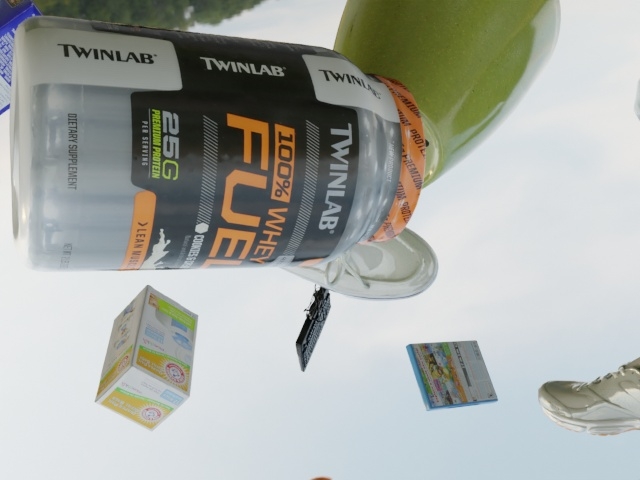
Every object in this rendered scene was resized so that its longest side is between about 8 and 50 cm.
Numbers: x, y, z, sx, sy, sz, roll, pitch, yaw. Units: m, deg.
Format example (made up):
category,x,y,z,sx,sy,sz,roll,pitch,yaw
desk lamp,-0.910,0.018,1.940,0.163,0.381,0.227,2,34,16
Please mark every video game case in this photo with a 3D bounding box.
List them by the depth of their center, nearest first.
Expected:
category,x,y,z,sx,sy,sz,roll,pitch,yaw
video game case,0.234,0.236,1.303,0.166,0.119,0.015,3,150,-35

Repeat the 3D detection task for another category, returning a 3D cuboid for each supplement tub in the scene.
category,x,y,z,sx,sy,sz,roll,pitch,yaw
supplement tub,-0.085,-0.072,0.612,0.316,0.193,0.193,-1,-164,-24

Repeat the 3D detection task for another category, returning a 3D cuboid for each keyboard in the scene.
category,x,y,z,sx,sy,sz,roll,pitch,yaw
keyboard,-0.003,0.158,1.424,0.038,0.100,0.192,0,-145,18

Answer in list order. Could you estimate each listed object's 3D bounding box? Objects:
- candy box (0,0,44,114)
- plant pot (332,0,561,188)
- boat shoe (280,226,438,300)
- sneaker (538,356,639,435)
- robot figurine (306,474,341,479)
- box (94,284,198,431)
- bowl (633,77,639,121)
category,x,y,z,sx,sy,sz,roll,pitch,yaw
candy box,-0.584,-0.276,1.180,0.317,0.122,0.268,-38,-136,-8
plant pot,0.117,-0.197,0.876,0.275,0.274,0.293,1,-138,30
boat shoe,0.001,-0.009,1.040,0.367,0.135,0.156,21,174,-2
sneaker,0.430,0.208,1.034,0.262,0.121,0.099,0,-161,42
robot figurine,0.042,0.438,1.126,0.219,0.128,0.158,19,-143,5
box,-0.281,0.191,1.212,0.103,0.114,0.203,-43,-154,22
bowl,0.510,-0.146,0.909,0.163,0.311,0.311,-37,-166,20
